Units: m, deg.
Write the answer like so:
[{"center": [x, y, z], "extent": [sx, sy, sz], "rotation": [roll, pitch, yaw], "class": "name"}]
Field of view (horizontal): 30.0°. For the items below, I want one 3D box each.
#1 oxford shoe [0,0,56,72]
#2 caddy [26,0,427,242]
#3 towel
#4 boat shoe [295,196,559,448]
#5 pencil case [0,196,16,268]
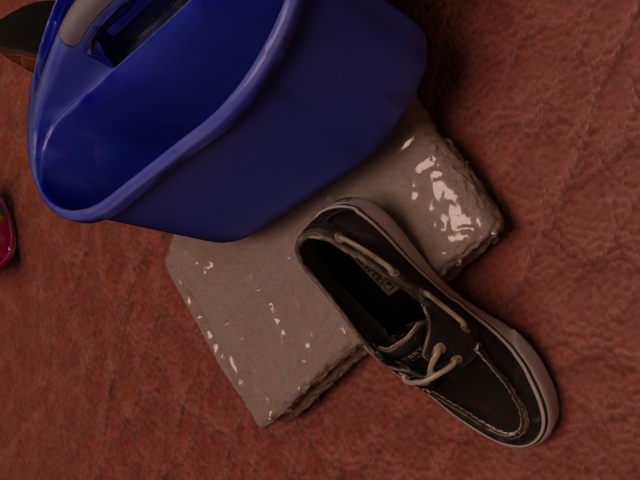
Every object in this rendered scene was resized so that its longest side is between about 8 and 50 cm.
[{"center": [-0.234, -0.163, 1.078], "extent": [0.212, 0.076, 0.076], "rotation": [29, 152, 45], "class": "oxford shoe"}, {"center": [-0.088, -0.144, 0.842], "extent": [0.341, 0.179, 0.241], "rotation": [-32, 55, 39], "class": "caddy"}, {"center": [0.000, 0.000, 0.911], "extent": [0.282, 0.049, 0.187], "rotation": [-43, 69, 32], "class": "towel"}, {"center": [0.068, 0.067, 0.806], "extent": [0.219, 0.070, 0.078], "rotation": [44, 121, 1], "class": "boat shoe"}, {"center": [-0.413, 0.000, 1.216], "extent": [0.236, 0.104, 0.105], "rotation": [-11, 87, 41], "class": "pencil case"}]
